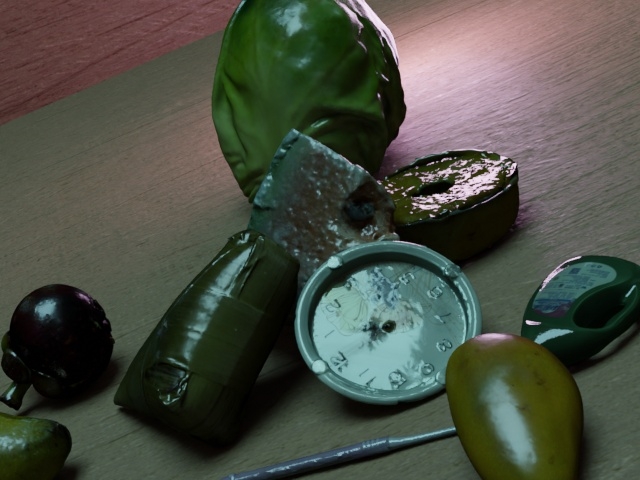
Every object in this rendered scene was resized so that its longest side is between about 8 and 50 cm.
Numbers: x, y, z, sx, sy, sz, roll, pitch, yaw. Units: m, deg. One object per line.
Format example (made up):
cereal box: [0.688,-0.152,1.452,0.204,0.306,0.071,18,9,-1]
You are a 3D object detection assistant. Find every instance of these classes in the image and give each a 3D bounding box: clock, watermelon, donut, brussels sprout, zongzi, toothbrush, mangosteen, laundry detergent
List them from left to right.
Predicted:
mangosteen: [-0.401,0.150,1.932,0.184,0.172,0.172,-16,23,16]
zongzi: [-0.168,0.118,1.737,0.300,0.145,0.273,1,61,60]
brussels sprout: [-0.030,-0.292,2.329,0.342,0.361,0.425,-15,23,11]
watermelon: [-0.015,-0.006,1.797,0.302,0.151,0.264,13,80,54]
toothbrush: [0.045,0.238,1.497,0.354,0.029,0.024,-17,7,14]
clock: [0.086,0.109,1.630,0.236,0.053,0.236,-2,58,4]
donut: [0.175,-0.041,1.927,0.272,0.107,0.272,-14,24,6]
laundry detergent: [0.303,0.096,1.540,0.137,0.063,0.211,6,35,37]

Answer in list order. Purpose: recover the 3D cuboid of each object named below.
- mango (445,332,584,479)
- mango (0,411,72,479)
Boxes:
mango: [0.210,0.187,1.349,0.139,0.113,0.253,-2,33,-9]
mango: [-0.496,0.296,1.715,0.330,0.175,0.176,8,65,17]
